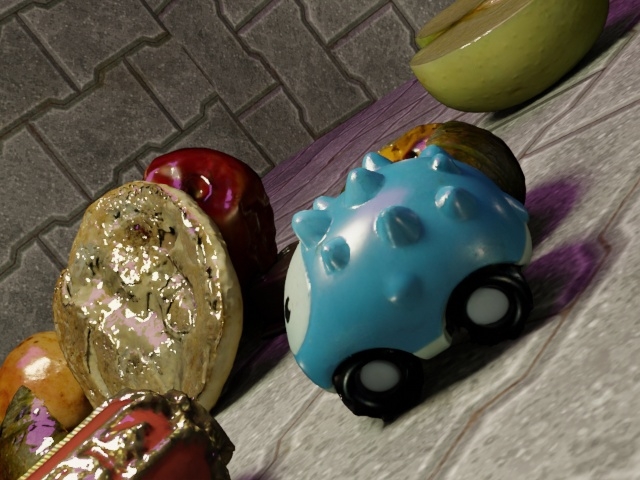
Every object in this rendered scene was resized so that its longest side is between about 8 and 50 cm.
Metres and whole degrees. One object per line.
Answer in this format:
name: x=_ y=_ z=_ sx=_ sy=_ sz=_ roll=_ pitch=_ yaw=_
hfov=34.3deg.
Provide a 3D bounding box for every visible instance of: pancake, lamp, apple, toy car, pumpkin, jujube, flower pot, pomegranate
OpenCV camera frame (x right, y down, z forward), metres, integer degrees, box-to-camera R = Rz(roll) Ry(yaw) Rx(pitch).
pancake: x=-0.248 y=0.101 z=1.469 sx=0.387 sy=0.386 sz=0.082 roll=-32 pitch=-23 yaw=34
lamp: x=-0.204 y=0.264 z=0.976 sx=0.274 sy=0.177 sz=0.177 roll=-45 pitch=11 yaw=-25
apple: x=0.326 y=-0.389 z=1.776 sx=0.360 sy=0.320 sz=0.312 roll=-29 pitch=-27 yaw=21
toy car: x=0.063 y=0.021 z=0.952 sx=0.255 sy=0.190 sz=0.188 roll=-36 pitch=24 yaw=16
pumpkin: x=0.120 y=-0.029 z=1.161 sx=0.238 sy=0.159 sz=0.238 roll=-41 pitch=15 yaw=13
jujube: x=-0.198 y=0.016 z=1.701 sx=0.276 sy=0.276 sz=0.377 roll=-42 pitch=-23 yaw=-21
pumpkin: x=-0.454 y=0.329 z=1.581 sx=0.148 sy=0.169 sz=0.312 roll=-40 pitch=9 yaw=-24
flower pot: x=-0.013 y=0.047 z=1.541 sx=0.179 sy=0.084 sz=0.251 roll=-44 pitch=10 yaw=-35
pomegranate: x=-0.471 y=0.276 z=1.843 sx=0.215 sy=0.215 sz=0.215 roll=-37 pitch=9 yaw=7
